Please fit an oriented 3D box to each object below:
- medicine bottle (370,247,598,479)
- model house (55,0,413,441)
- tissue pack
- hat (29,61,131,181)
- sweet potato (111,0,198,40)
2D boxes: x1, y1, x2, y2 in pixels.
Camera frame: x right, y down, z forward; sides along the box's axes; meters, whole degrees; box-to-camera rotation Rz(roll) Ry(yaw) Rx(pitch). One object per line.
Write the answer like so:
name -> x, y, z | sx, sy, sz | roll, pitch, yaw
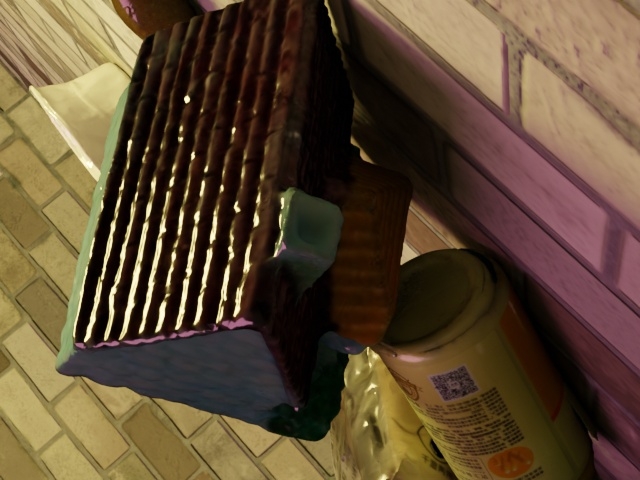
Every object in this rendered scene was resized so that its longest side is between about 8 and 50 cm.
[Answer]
medicine bottle -> 0.134, 0.122, 1.011 | 0.124, 0.124, 0.239 | 36, 164, 54
model house -> -0.026, -0.032, 0.877 | 0.230, 0.280, 0.249 | 18, 153, -22
tissue pack -> 0.101, 0.248, 1.271 | 0.390, 0.195, 0.375 | -99, -17, -56
hat -> -0.321, -0.182, 1.867 | 0.203, 0.126, 0.203 | 48, 171, 10
sweet potato -> -0.165, -0.236, 1.148 | 0.069, 0.059, 0.249 | -86, -27, -45
